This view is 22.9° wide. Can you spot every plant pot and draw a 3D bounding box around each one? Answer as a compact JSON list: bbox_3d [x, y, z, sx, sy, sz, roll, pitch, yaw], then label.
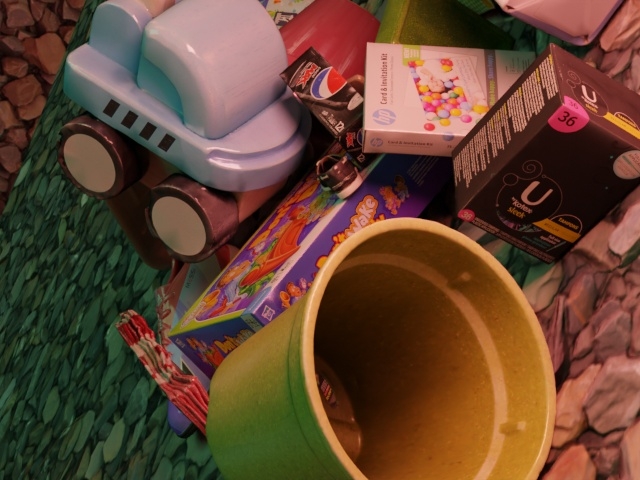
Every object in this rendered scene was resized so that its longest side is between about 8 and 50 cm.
[{"bbox_3d":[-0.003,-0.213,2.069,0.180,0.201,0.201,-55,19,-21],"label":"plant pot"},{"bbox_3d":[0.031,0.147,1.462,0.254,0.276,0.276,-27,43,52],"label":"plant pot"}]

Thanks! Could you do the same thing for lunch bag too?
[{"bbox_3d":[-0.063,-0.313,2.417,0.151,0.096,0.128,-12,52,45],"label":"lunch bag"}]

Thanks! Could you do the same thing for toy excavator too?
[{"bbox_3d":[-0.184,-0.267,1.855,0.222,0.433,0.445,-39,-24,-45],"label":"toy excavator"}]

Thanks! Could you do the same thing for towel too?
[{"bbox_3d":[-0.125,0.202,1.832,0.037,0.237,0.329,-43,22,-6],"label":"towel"}]

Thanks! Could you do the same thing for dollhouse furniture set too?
[{"bbox_3d":[0.133,-0.301,1.890,0.197,0.151,0.301,-20,49,59],"label":"dollhouse furniture set"}]

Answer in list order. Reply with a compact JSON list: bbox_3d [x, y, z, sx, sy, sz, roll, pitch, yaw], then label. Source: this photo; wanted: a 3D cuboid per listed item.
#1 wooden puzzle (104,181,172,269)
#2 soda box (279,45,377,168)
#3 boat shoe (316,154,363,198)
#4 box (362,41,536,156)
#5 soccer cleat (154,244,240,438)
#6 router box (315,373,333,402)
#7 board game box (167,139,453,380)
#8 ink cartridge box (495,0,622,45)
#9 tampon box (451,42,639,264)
[{"bbox_3d":[-0.202,-0.157,2.219,0.322,0.080,0.348,-55,-22,-14],"label":"wooden puzzle"},{"bbox_3d":[0.017,-0.153,1.784,0.053,0.060,0.169,-41,39,2],"label":"soda box"},{"bbox_3d":[0.014,-0.076,1.740,0.046,0.038,0.125,-40,14,4],"label":"boat shoe"},{"bbox_3d":[0.139,-0.148,1.685,0.038,0.186,0.145,92,-179,-46],"label":"box"},{"bbox_3d":[-0.186,0.124,2.182,0.108,0.116,0.318,-40,33,45],"label":"soccer cleat"},{"bbox_3d":[-0.033,0.168,1.836,0.122,0.092,0.038,-66,21,-5],"label":"router box"},{"bbox_3d":[0.000,0.000,1.805,0.347,0.078,0.233,-50,15,-26],"label":"board game box"},{"bbox_3d":[0.213,-0.431,1.680,0.270,0.151,0.395,-53,48,19],"label":"ink cartridge box"},{"bbox_3d":[0.220,-0.081,1.508,0.161,0.120,0.101,-48,27,34],"label":"tampon box"}]
